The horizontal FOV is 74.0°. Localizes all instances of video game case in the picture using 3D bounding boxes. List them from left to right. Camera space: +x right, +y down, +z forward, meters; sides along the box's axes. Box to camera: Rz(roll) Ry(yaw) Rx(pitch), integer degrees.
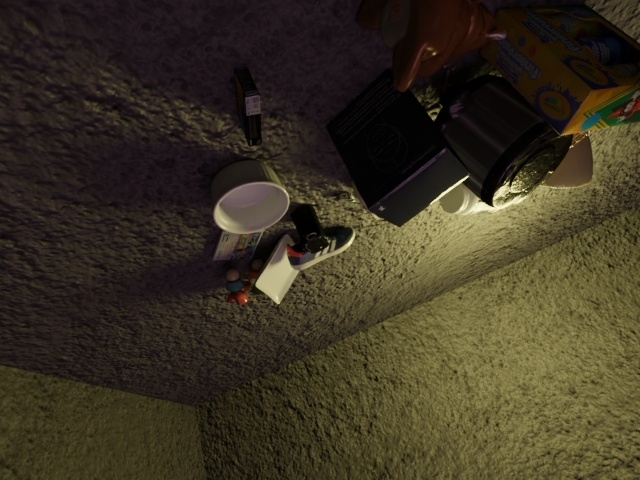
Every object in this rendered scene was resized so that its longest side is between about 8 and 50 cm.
[{"bbox_3d":[-0.363,0.016,1.854,0.183,0.023,0.201,-2,142,-30],"label":"video game case"}]

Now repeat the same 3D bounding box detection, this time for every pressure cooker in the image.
[{"bbox_3d":[0.594,-0.368,1.499,0.375,0.420,0.370,-23,144,-18],"label":"pressure cooker"}]

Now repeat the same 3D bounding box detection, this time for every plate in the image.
[{"bbox_3d":[-0.193,0.134,2.005,0.278,0.045,0.277,-59,151,-14],"label":"plate"}]

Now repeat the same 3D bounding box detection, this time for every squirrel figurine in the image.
[{"bbox_3d":[0.356,-0.623,1.120,0.370,0.281,0.397,-11,150,-30],"label":"squirrel figurine"}]

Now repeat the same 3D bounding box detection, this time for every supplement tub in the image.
[{"bbox_3d":[0.724,-0.220,2.024,0.271,0.191,0.191,-6,145,-26],"label":"supplement tub"}]

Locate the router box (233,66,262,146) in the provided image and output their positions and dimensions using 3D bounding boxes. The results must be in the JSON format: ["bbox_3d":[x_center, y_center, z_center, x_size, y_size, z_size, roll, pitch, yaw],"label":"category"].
[{"bbox_3d":[-0.210,-0.385,1.236,0.045,0.133,0.179,-14,147,-15],"label":"router box"}]

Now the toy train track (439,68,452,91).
[{"bbox_3d":[0.441,-0.565,1.495,0.048,0.014,0.083,-11,142,-5],"label":"toy train track"}]

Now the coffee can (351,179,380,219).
[{"bbox_3d":[0.291,-0.239,1.709,0.275,0.202,0.201,-35,147,19],"label":"coffee can"}]

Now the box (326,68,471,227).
[{"bbox_3d":[0.245,-0.300,1.403,0.293,0.396,0.211,-38,145,24],"label":"box"}]

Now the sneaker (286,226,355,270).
[{"bbox_3d":[0.000,0.000,1.973,0.349,0.131,0.148,-29,120,-16],"label":"sneaker"}]

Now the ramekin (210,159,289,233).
[{"bbox_3d":[-0.264,-0.160,1.541,0.276,0.135,0.277,-17,148,-11],"label":"ramekin"}]

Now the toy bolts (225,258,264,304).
[{"bbox_3d":[-0.373,0.182,2.004,0.218,0.159,0.228,1,-162,32],"label":"toy bolts"}]

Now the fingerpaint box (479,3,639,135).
[{"bbox_3d":[0.790,-0.552,1.322,0.370,0.445,0.163,-12,146,-16],"label":"fingerpaint box"}]

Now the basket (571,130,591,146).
[{"bbox_3d":[0.865,-0.472,1.627,0.222,0.299,0.214,-14,146,-15],"label":"basket"}]

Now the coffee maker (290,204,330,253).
[{"bbox_3d":[-0.045,-0.059,1.791,0.120,0.178,0.171,-19,151,-11],"label":"coffee maker"}]

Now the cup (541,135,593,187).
[{"bbox_3d":[1.045,-0.402,1.882,0.330,0.331,0.237,-12,121,-17],"label":"cup"}]

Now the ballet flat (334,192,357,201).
[{"bbox_3d":[0.116,-0.187,1.836,0.114,0.041,0.041,-3,144,-30],"label":"ballet flat"}]
